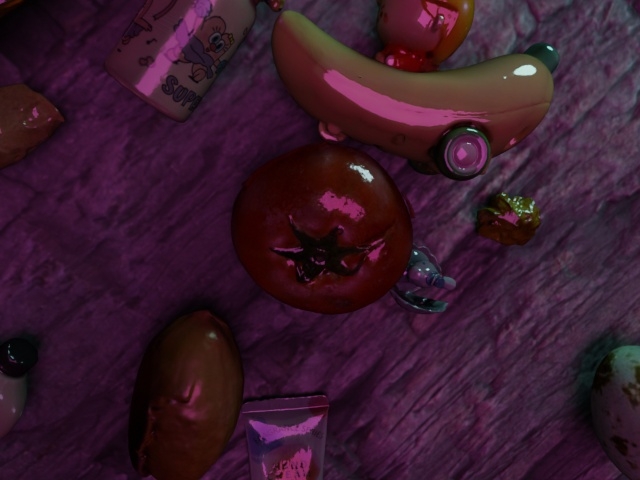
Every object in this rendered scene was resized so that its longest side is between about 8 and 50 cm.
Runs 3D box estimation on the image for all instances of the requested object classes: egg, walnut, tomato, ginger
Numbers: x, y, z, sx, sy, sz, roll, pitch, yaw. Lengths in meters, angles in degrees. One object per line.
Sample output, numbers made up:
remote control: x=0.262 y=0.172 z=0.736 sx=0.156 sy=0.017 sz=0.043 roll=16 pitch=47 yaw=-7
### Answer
egg: x=0.493 y=0.261 z=0.693 sx=0.169 sy=0.169 sz=0.231 roll=-28 pitch=94 yaw=-2
walnut: x=-0.164 y=0.199 z=0.576 sx=0.137 sy=0.137 sz=0.245 roll=11 pitch=94 yaw=-13
tomato: x=0.000 y=0.003 z=0.542 sx=0.225 sy=0.085 sz=0.224 roll=2 pitch=126 yaw=3
ginger: x=-0.367 y=-0.119 z=0.486 sx=0.190 sy=0.069 sz=0.095 roll=3 pitch=103 yaw=-10

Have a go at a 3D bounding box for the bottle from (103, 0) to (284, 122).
bottle: x=-0.118 y=-0.229 z=0.484 sx=0.110 sy=0.097 sz=0.209 roll=38 pitch=96 yaw=2

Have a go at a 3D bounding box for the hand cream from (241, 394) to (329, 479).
hand cream: x=-0.048 y=0.389 z=0.685 sx=0.125 sy=0.078 sz=0.340 roll=-1 pitch=101 yaw=-9

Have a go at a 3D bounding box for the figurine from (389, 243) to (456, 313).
figurine: x=0.134 y=0.054 z=0.613 sx=0.095 sy=0.086 sz=0.082 roll=14 pitch=100 yaw=-13

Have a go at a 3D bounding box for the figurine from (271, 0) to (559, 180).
figurine: x=0.108 y=-0.195 z=0.525 sx=0.325 sy=0.124 sz=0.222 roll=16 pitch=102 yaw=-10

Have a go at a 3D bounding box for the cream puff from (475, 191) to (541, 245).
cream puff: x=0.255 y=-0.026 z=0.628 sx=0.083 sy=0.058 sz=0.083 roll=-40 pitch=109 yaw=4

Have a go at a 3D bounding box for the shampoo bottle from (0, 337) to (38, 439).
shampoo bottle: x=-0.444 y=0.207 z=0.555 sx=0.257 sy=0.078 sz=0.127 roll=-38 pitch=103 yaw=4

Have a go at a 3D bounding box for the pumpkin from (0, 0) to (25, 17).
pumpkin: x=-0.411 y=-0.223 z=0.408 sx=0.258 sy=0.095 sz=0.290 roll=44 pitch=96 yaw=-5
